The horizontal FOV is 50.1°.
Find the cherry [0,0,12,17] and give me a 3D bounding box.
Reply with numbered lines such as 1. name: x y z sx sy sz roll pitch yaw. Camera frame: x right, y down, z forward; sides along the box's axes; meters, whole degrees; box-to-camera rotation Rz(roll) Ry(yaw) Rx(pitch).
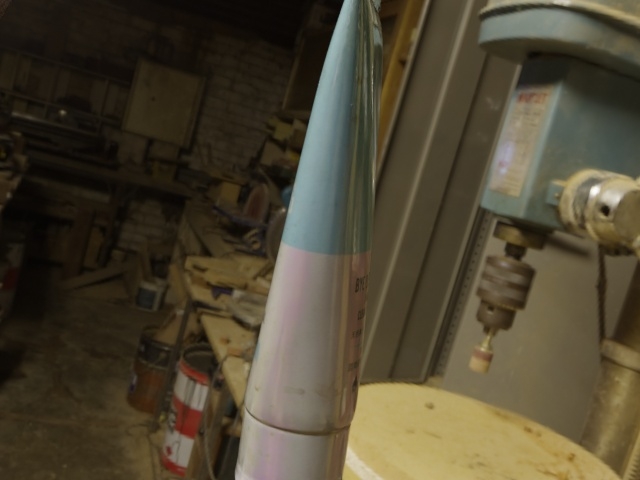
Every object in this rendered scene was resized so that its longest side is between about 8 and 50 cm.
1. cherry: -0.248 -0.182 0.341 0.213 0.266 0.183 -5 -4 28

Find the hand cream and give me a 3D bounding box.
1. hand cream: 0.000 0.000 0.405 0.070 0.313 0.111 9 7 9
